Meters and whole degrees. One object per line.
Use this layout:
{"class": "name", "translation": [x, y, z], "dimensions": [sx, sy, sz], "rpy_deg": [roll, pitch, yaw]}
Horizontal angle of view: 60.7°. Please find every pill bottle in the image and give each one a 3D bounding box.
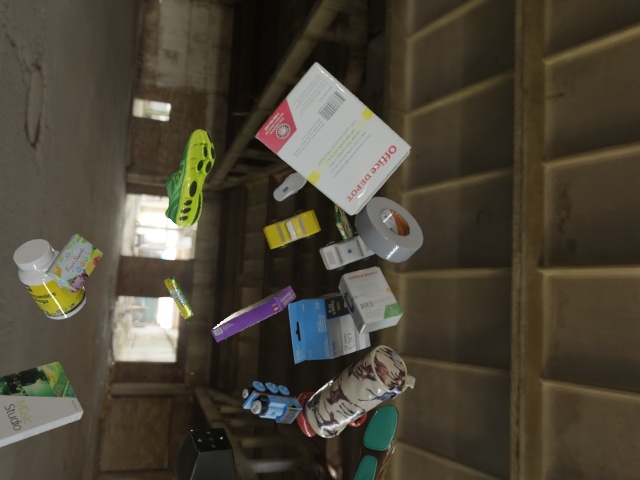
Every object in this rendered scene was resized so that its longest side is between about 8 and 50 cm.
{"class": "pill bottle", "translation": [-1.128, 0.160, 2.276], "dimensions": [0.187, 0.188, 0.333], "rpy_deg": [-104, -176, -46]}

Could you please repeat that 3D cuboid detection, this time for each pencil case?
{"class": "pencil case", "translation": [0.122, 0.528, 1.867], "dimensions": [0.410, 0.183, 0.160], "rpy_deg": [-45, -178, 34]}

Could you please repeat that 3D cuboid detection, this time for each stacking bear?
{"class": "stacking bear", "translation": [0.058, 0.687, 2.197], "dimensions": [0.289, 0.164, 0.175], "rpy_deg": [-11, -140, 36]}

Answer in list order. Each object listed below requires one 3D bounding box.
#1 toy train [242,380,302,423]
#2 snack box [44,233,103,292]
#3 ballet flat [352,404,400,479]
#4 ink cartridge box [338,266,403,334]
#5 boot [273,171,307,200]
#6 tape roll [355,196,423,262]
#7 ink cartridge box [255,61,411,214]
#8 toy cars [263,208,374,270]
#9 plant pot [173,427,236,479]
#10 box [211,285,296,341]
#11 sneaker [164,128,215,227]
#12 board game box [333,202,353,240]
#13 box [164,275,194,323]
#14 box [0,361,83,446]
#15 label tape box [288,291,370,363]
{"class": "toy train", "translation": [-0.144, 0.473, 1.595], "dimensions": [0.080, 0.184, 0.105], "rpy_deg": [-55, -137, 12]}
{"class": "snack box", "translation": [-0.711, 0.065, 1.583], "dimensions": [0.037, 0.100, 0.141], "rpy_deg": [-14, -137, 38]}
{"class": "ballet flat", "translation": [0.196, 0.732, 1.846], "dimensions": [0.124, 0.116, 0.342], "rpy_deg": [60, 42, -42]}
{"class": "ink cartridge box", "translation": [0.177, 0.214, 1.978], "dimensions": [0.093, 0.154, 0.212], "rpy_deg": [106, -33, -52]}
{"class": "boot", "translation": [-0.105, -0.226, 2.177], "dimensions": [0.190, 0.086, 0.069], "rpy_deg": [-28, -86, 41]}
{"class": "tape roll", "translation": [0.220, -0.036, 1.747], "dimensions": [0.072, 0.219, 0.219], "rpy_deg": [-50, -144, 37]}
{"class": "ink cartridge box", "translation": [0.036, -0.304, 1.674], "dimensions": [0.279, 0.385, 0.160], "rpy_deg": [-49, -167, 7]}
{"class": "toy cars", "translation": [0.000, 0.000, 1.848], "dimensions": [0.087, 0.394, 0.176], "rpy_deg": [-106, -144, -86]}
{"class": "plant pot", "translation": [-0.397, 0.769, 1.922], "dimensions": [0.188, 0.188, 0.166], "rpy_deg": [35, -64, 61]}
{"class": "box", "translation": [-0.252, 0.278, 2.093], "dimensions": [0.057, 0.293, 0.201], "rpy_deg": [62, 16, -2]}
{"class": "sneaker", "translation": [-0.399, -0.189, 1.608], "dimensions": [0.124, 0.109, 0.295], "rpy_deg": [12, -94, 29]}
{"class": "board game box", "translation": [0.113, -0.067, 2.578], "dimensions": [0.259, 0.030, 0.136], "rpy_deg": [59, 20, -56]}
{"class": "box", "translation": [-0.498, 0.217, 1.951], "dimensions": [0.179, 0.043, 0.105], "rpy_deg": [63, -16, 1]}
{"class": "box", "translation": [-1.020, 0.561, 1.880], "dimensions": [0.232, 0.322, 0.058], "rpy_deg": [49, -56, 25]}
{"class": "label tape box", "translation": [0.041, 0.352, 2.258], "dimensions": [0.115, 0.348, 0.249], "rpy_deg": [-6, -89, 46]}
